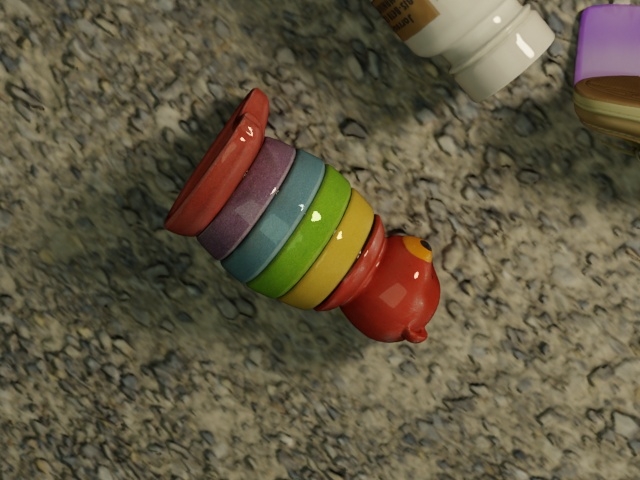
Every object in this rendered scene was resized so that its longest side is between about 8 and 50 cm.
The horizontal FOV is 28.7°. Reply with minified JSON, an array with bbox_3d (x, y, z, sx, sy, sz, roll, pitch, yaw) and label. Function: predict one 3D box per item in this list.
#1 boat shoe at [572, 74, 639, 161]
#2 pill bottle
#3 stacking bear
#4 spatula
[{"bbox_3d":[0.379,-0.091,1.226,0.285,0.105,0.089,14,118,-1],"label":"boat shoe"},{"bbox_3d":[0.115,-0.251,1.207,0.131,0.131,0.229,-39,98,18],"label":"pill bottle"},{"bbox_3d":[0.000,0.000,1.297,0.289,0.175,0.164,34,107,-10],"label":"stacking bear"},{"bbox_3d":[0.298,-0.280,1.210,0.084,0.030,0.297,4,118,8],"label":"spatula"}]
